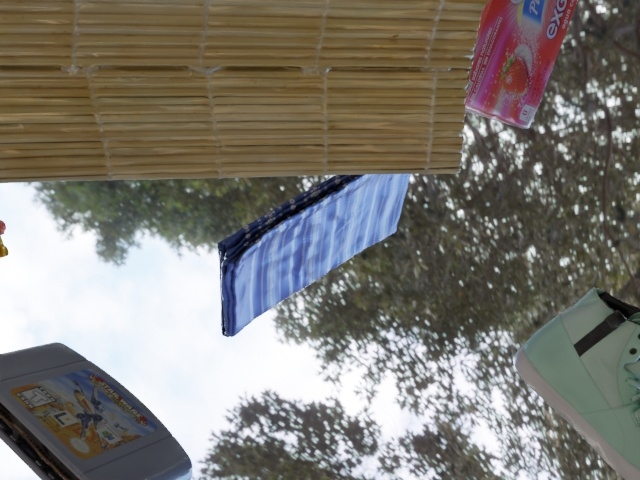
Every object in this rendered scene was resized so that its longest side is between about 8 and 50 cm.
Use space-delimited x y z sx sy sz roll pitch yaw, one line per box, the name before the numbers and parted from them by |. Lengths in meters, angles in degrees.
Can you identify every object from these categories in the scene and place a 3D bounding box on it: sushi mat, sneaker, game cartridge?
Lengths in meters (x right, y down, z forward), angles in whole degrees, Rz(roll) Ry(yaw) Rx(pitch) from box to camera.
sushi mat | -0.060 -0.101 0.459 0.316 0.152 0.019 -2 -143 -10
sneaker | 0.352 0.166 0.882 0.256 0.094 0.151 41 -66 7
game cartridge | -0.316 0.241 1.075 0.297 0.198 0.062 35 -69 19

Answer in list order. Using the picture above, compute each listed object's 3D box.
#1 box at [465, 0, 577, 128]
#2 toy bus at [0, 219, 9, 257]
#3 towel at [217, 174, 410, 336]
box | 0.194 -0.299 0.929 0.154 0.142 0.300 30 -75 47
toy bus | -0.597 -0.038 1.301 0.149 0.220 0.211 -17 -167 16
towel | 0.000 0.000 1.143 0.336 0.243 0.040 -31 -115 -23
